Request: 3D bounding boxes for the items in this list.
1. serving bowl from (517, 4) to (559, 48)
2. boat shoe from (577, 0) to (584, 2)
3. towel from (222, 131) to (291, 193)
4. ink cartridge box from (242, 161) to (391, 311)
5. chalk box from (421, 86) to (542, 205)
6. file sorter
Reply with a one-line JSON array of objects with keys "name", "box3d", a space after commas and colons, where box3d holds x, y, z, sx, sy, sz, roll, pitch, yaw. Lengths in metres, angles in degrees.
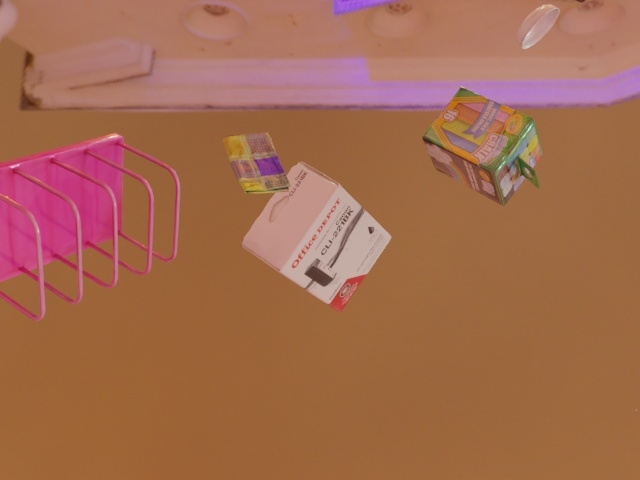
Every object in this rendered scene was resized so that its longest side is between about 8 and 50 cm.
[{"name": "serving bowl", "box3d": [0.357, -0.360, 1.220, 0.083, 0.083, 0.027, -43, -106, 9]}, {"name": "boat shoe", "box3d": [0.470, -0.500, 1.417, 0.038, 0.046, 0.125, -43, -114, -8]}, {"name": "towel", "box3d": [-0.071, -0.087, 0.813, 0.083, 0.060, 0.009, 68, -31, 29]}, {"name": "ink cartridge box", "box3d": [0.000, 0.000, 1.444, 0.114, 0.273, 0.197, 32, -94, 35]}, {"name": "chalk box", "box3d": [0.321, -0.166, 1.359, 0.213, 0.132, 0.132, 33, -99, 31]}, {"name": "file sorter", "box3d": [-0.390, -0.024, 1.196, 0.182, 0.290, 0.202, 26, -57, 28]}]
